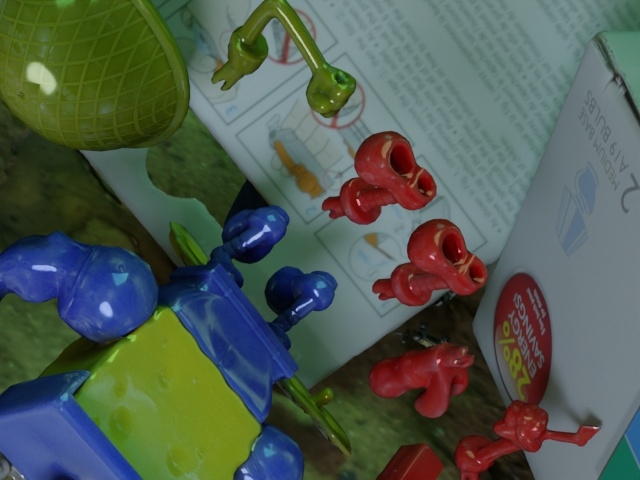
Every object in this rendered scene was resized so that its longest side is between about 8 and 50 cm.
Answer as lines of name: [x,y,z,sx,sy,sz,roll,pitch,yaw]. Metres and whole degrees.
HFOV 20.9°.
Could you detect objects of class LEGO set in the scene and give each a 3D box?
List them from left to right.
LEGO set: [0.057,0.035,1.067,0.054,0.023,0.083,23,47,-4]

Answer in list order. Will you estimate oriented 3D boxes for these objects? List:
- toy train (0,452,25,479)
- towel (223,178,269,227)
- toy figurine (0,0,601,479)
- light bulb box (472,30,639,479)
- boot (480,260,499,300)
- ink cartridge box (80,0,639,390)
toy train: [-0.212,0.101,0.762,0.166,0.046,0.125,-3,60,-46]
towel: [0.000,0.000,1.024,0.119,0.067,0.029,40,33,17]
toy figurine: [-0.069,0.048,0.773,0.362,0.191,0.217,54,54,-21]
light bulb box: [0.315,0.090,0.840,0.361,0.225,0.358,-3,47,-18]
boot: [0.114,-0.011,1.098,0.077,0.213,0.165,-16,86,-10]
ink cartridge box: [0.047,-0.145,0.917,0.308,0.385,0.091,51,6,-23]
